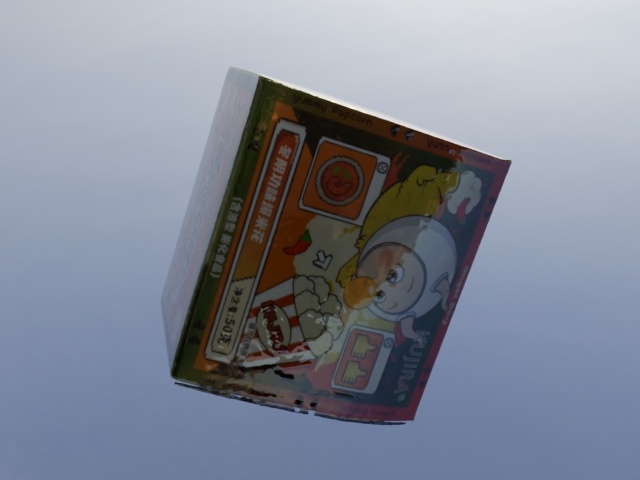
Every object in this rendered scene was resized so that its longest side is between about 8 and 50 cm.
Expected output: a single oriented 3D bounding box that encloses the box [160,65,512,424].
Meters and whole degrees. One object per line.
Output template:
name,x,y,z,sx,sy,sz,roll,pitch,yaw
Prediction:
box,0.000,0.000,0.493,0.177,0.195,0.148,15,-168,-20
